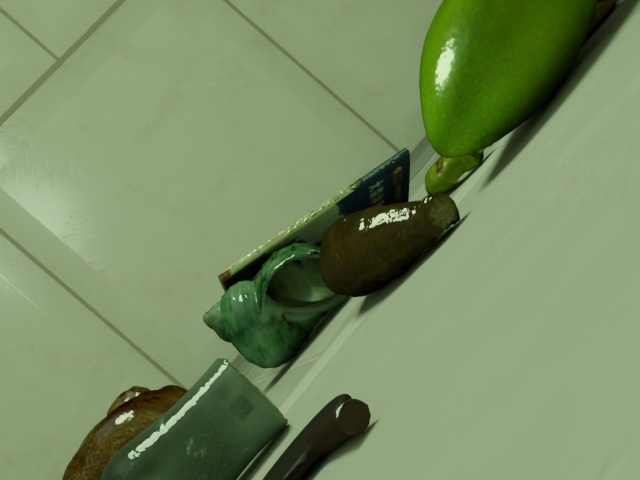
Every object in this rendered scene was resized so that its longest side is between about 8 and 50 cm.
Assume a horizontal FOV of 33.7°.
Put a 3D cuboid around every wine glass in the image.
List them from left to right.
[{"bbox_3d":[-0.136,0.215,0.932,0.231,0.103,0.103,-45,0,-15],"label":"wine glass"}]

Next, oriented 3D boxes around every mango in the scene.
[{"bbox_3d":[0.189,-0.206,1.123,0.343,0.156,0.192,-56,-3,-40],"label":"mango"}]

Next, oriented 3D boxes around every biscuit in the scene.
[{"bbox_3d":[0.318,-0.256,1.267,0.083,0.018,0.081,-48,1,12],"label":"biscuit"}]

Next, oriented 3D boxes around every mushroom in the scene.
[{"bbox_3d":[-0.274,0.315,1.572,0.253,0.153,0.253,-46,-8,-8],"label":"mushroom"}]

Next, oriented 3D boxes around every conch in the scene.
[{"bbox_3d":[-0.058,0.085,1.435,0.188,0.122,0.176,-37,-29,-8],"label":"conch"}]

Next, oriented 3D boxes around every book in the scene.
[{"bbox_3d":[0.000,0.000,1.551,0.322,0.018,0.228,-34,-17,-8],"label":"book"}]

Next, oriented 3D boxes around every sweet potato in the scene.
[{"bbox_3d":[0.057,-0.001,1.099,0.112,0.085,0.286,-45,0,-21],"label":"sweet potato"}]

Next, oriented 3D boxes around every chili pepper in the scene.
[{"bbox_3d":[0.152,-0.081,1.296,0.049,0.043,0.208,-63,5,-18],"label":"chili pepper"}]

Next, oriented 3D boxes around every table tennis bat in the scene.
[{"bbox_3d":[-0.045,0.103,0.687,0.107,0.119,0.170,-50,0,-31],"label":"table tennis bat"}]

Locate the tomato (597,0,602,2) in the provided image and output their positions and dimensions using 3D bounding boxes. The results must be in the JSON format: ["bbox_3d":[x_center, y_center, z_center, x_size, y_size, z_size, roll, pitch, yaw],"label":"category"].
[{"bbox_3d":[0.305,-0.413,1.293,0.298,0.298,0.226,133,148,-65],"label":"tomato"}]
